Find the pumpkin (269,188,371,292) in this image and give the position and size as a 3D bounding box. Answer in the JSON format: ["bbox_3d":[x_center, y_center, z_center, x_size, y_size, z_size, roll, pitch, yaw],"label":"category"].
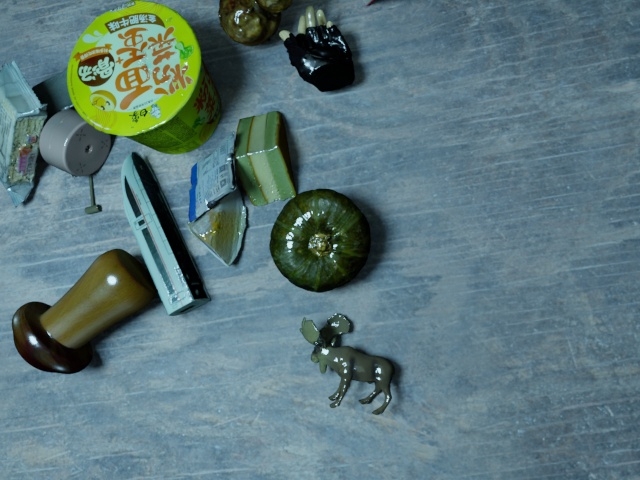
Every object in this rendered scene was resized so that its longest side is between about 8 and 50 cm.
[{"bbox_3d":[0.000,0.000,0.967,0.224,0.157,0.223,0,93,-2],"label":"pumpkin"}]

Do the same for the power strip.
[{"bbox_3d":[-0.593,-0.233,1.092,0.078,0.154,0.154,26,86,9],"label":"power strip"}]

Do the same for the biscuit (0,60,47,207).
[{"bbox_3d":[-0.743,-0.254,1.088,0.186,0.079,0.309,50,128,19],"label":"biscuit"}]

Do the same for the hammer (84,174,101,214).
[{"bbox_3d":[-0.580,-0.121,1.143,0.036,0.019,0.110,-13,74,6],"label":"hammer"}]

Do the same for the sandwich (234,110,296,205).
[{"bbox_3d":[-0.131,-0.202,1.090,0.117,0.144,0.187,-11,44,6],"label":"sandwich"}]

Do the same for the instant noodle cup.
[{"bbox_3d":[-0.379,-0.349,1.043,0.312,0.221,0.311,-1,81,7],"label":"instant noodle cup"}]

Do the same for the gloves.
[{"bbox_3d":[-0.010,-0.457,1.062,0.165,0.124,0.203,-4,58,-14],"label":"gloves"}]

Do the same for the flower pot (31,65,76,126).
[{"bbox_3d":[-0.639,-0.353,1.142,0.229,0.103,0.108,-33,78,3],"label":"flower pot"}]

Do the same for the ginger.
[{"bbox_3d":[-0.169,-0.640,1.078,0.254,0.176,0.418,-39,55,46],"label":"ginger"}]

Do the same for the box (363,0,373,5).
[{"bbox_3d":[0.168,-0.740,0.934,0.312,0.314,0.300,-39,109,1],"label":"box"}]

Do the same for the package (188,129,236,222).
[{"bbox_3d":[-0.250,-0.147,1.032,0.173,0.027,0.171,-31,54,35],"label":"package"}]

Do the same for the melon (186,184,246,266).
[{"bbox_3d":[-0.254,-0.042,1.046,0.140,0.093,0.202,0,75,20],"label":"melon"}]

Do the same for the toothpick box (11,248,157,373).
[{"bbox_3d":[-0.526,0.161,1.009,0.294,0.192,0.192,-39,78,-6],"label":"toothpick box"}]

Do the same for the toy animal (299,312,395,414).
[{"bbox_3d":[0.053,0.255,0.960,0.215,0.094,0.185,9,87,2],"label":"toy animal"}]

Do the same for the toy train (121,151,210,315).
[{"bbox_3d":[-0.391,-0.021,1.065,0.088,0.086,0.406,-29,78,9],"label":"toy train"}]
